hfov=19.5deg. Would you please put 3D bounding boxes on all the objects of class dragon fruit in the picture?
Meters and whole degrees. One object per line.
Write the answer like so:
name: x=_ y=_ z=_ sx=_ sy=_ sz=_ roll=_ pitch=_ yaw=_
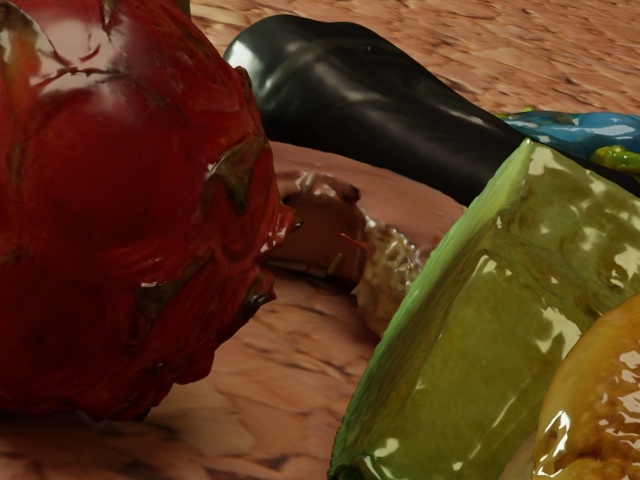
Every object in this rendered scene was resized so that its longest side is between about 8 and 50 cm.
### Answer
dragon fruit: x=-0.137 y=-0.026 z=0.971 sx=0.241 sy=0.252 sz=0.241 roll=-15 pitch=-1 yaw=0

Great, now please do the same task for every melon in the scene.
melon: x=0.205 y=0.094 z=0.953 sx=0.343 sy=0.226 sz=0.331 roll=31 pitch=17 yaw=2

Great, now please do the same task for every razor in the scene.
razor: x=0.082 y=-0.067 z=1.449 sx=0.349 sy=0.113 sz=0.204 roll=33 pitch=18 yaw=34

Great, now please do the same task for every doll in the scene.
doll: x=0.289 y=-0.063 z=1.695 sx=0.341 sy=0.099 sz=0.346 roll=10 pitch=9 yaw=26

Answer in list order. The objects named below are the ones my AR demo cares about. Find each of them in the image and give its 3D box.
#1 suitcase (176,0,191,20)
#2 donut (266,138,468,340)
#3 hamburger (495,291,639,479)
suitcase: x=-0.178 y=-0.152 z=1.325 sx=0.143 sy=0.235 sz=0.194 roll=-11 pitch=26 yaw=-16
donut: x=0.000 y=0.000 z=1.240 sx=0.232 sy=0.085 sz=0.199 roll=18 pitch=19 yaw=8
hamburger: x=0.200 y=0.164 z=0.728 sx=0.289 sy=0.170 sz=0.314 roll=20 pitch=43 yaw=-5
